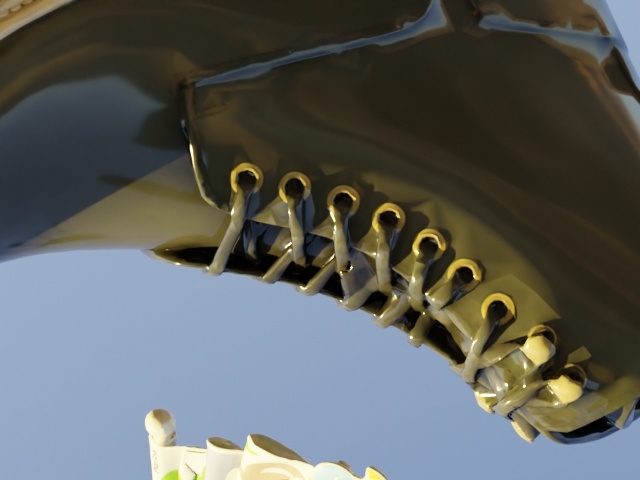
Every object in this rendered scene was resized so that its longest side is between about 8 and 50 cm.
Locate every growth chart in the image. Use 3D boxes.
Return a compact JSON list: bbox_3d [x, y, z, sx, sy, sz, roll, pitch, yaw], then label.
[{"bbox_3d":[0.007,0.162,0.972,0.237,0.172,0.021,21,-129,23],"label":"growth chart"}]

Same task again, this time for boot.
[{"bbox_3d":[0.000,0.000,0.387,0.198,0.077,0.137,-26,-107,-23],"label":"boot"}]
